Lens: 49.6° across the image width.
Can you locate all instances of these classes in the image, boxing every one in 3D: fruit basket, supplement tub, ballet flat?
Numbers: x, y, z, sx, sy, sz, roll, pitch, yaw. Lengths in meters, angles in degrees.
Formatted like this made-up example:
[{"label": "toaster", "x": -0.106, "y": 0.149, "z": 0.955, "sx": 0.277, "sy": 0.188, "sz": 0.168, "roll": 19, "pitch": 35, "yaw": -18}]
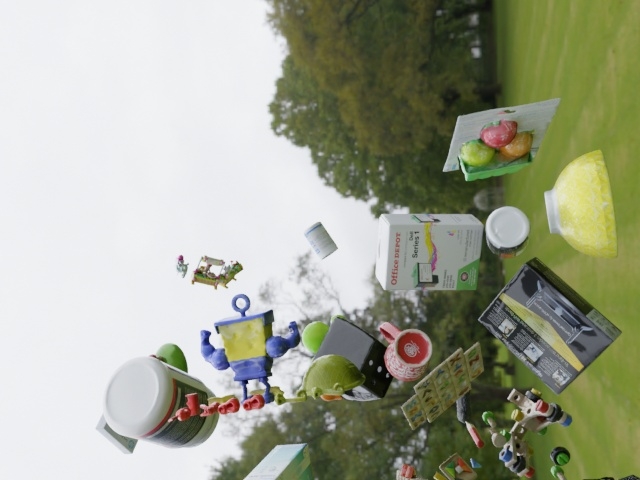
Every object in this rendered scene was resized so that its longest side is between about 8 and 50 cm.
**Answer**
[{"label": "fruit basket", "x": 0.573, "y": -0.341, "z": 2.242, "sx": 0.353, "sy": 0.326, "sz": 0.166, "roll": 82, "pitch": 176, "yaw": -61}, {"label": "supplement tub", "x": 0.000, "y": 0.000, "z": 2.200, "sx": 0.107, "sy": 0.071, "sz": 0.071, "roll": 56, "pitch": -172, "yaw": 7}, {"label": "supplement tub", "x": -0.391, "y": 0.412, "z": 1.732, "sx": 0.272, "sy": 0.191, "sz": 0.191, "roll": 47, "pitch": -139, "yaw": -56}, {"label": "supplement tub", "x": 0.510, "y": -0.017, "z": 1.886, "sx": 0.190, "sy": 0.116, "sz": 0.117, "roll": 39, "pitch": -129, "yaw": -72}, {"label": "ballet flat", "x": 0.522, "y": 0.573, "z": 2.502, "sx": 0.057, "sy": 0.049, "sz": 0.173, "roll": -25, "pitch": 51, "yaw": 51}]

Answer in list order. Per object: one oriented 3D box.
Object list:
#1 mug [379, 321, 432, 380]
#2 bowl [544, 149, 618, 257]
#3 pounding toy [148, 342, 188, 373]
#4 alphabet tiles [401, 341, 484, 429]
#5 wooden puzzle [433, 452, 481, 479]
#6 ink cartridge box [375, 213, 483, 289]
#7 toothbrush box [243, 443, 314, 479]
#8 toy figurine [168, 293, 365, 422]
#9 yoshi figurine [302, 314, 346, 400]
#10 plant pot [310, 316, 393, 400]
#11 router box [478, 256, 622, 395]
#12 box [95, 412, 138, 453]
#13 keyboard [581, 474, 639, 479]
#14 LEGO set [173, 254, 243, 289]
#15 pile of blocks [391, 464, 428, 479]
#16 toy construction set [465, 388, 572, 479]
[{"label": "mug", "x": 0.201, "y": 0.270, "z": 1.688, "sx": 0.169, "sy": 0.150, "sz": 0.113, "roll": 84, "pitch": -152, "yaw": -72}, {"label": "bowl", "x": 0.682, "y": -0.086, "z": 1.837, "sx": 0.289, "sy": 0.155, "sz": 0.290, "roll": -8, "pitch": -90, "yaw": -73}, {"label": "pounding toy", "x": -0.585, "y": 0.474, "z": 2.481, "sx": 0.110, "sy": 0.236, "sz": 0.183, "roll": -2, "pitch": -117, "yaw": -47}, {"label": "alphabet tiles", "x": 0.360, "y": 0.427, "z": 2.010, "sx": 0.011, "sy": 0.285, "sz": 0.343, "roll": 47, "pitch": 171, "yaw": 32}, {"label": "wooden puzzle", "x": 0.329, "y": 0.550, "z": 1.651, "sx": 0.116, "sy": 0.078, "sz": 0.014, "roll": -31, "pitch": -27, "yaw": -37}, {"label": "ink cartridge box", "x": 0.310, "y": 0.033, "z": 1.997, "sx": 0.117, "sy": 0.277, "sz": 0.202, "roll": -110, "pitch": 21, "yaw": -71}, {"label": "toothbrush box", "x": -0.130, "y": 0.846, "z": 2.337, "sx": 0.295, "sy": 0.126, "sz": 0.217, "roll": -18, "pitch": -83, "yaw": -68}, {"label": "toy figurine", "x": -0.118, "y": 0.201, "z": 1.304, "sx": 0.191, "sy": 0.362, "sz": 0.218, "roll": 20, "pitch": -122, "yaw": -73}, {"label": "yoshi figurine", "x": 0.022, "y": 0.400, "z": 2.462, "sx": 0.203, "sy": 0.203, "sz": 0.362, "roll": 40, "pitch": 146, "yaw": 37}, {"label": "plant pot", "x": 0.113, "y": 0.347, "z": 1.959, "sx": 0.187, "sy": 0.166, "sz": 0.188, "roll": 41, "pitch": -113, "yaw": -33}, {"label": "router box", "x": 0.635, "y": 0.239, "z": 1.943, "sx": 0.081, "sy": 0.309, "sz": 0.243, "roll": -19, "pitch": -32, "yaw": -49}, {"label": "box", "x": -0.578, "y": 0.517, "z": 2.069, "sx": 0.145, "sy": 0.038, "sz": 0.186, "roll": 59, "pitch": -145, "yaw": -36}, {"label": "keyboard", "x": 0.621, "y": 0.554, "z": 1.555, "sx": 0.100, "sy": 0.191, "sz": 0.038, "roll": 100, "pitch": 153, "yaw": -79}, {"label": "LEGO set", "x": -0.349, "y": 0.089, "z": 2.373, "sx": 0.286, "sy": 0.132, "sz": 0.107, "roll": 3, "pitch": -60, "yaw": -44}, {"label": "pile of blocks", "x": 0.252, "y": 0.740, "z": 2.078, "sx": 0.362, "sy": 0.148, "sz": 0.113, "roll": 145, "pitch": 128, "yaw": -75}, {"label": "toy construction set", "x": 0.614, "y": 0.585, "z": 2.198, "sx": 0.237, "sy": 0.308, "sz": 0.258, "roll": -111, "pitch": 28, "yaw": -77}]
